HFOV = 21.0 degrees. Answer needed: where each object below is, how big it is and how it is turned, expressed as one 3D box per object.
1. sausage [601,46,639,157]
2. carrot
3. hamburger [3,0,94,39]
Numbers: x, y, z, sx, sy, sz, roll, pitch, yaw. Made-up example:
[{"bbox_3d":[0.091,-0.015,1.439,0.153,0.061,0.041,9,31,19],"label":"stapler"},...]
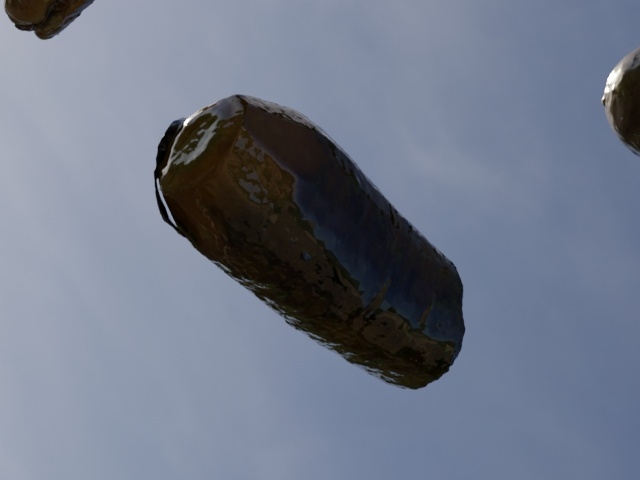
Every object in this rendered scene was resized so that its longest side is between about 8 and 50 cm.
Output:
[{"bbox_3d":[0.448,-0.134,1.409,0.501,0.123,0.136,-2,-45,42],"label":"sausage"},{"bbox_3d":[0.000,0.000,0.800,0.173,0.082,0.082,36,-17,-35],"label":"carrot"},{"bbox_3d":[-0.147,-0.153,0.985,0.044,0.076,0.083,35,-39,-24],"label":"hamburger"}]
